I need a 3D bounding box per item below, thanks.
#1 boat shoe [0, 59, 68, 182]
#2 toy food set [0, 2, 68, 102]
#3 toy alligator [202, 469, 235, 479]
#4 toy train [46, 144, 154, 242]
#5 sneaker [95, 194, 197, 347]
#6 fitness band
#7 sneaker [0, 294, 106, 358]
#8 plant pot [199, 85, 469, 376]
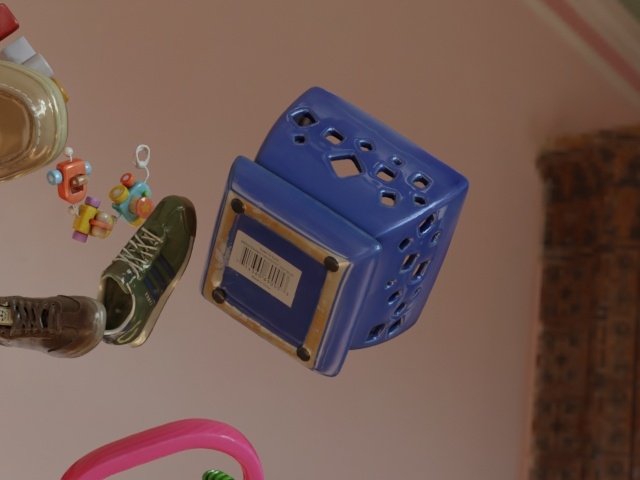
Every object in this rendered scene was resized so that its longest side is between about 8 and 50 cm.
[{"bbox_3d":[-0.398,-0.105,1.427,0.341,0.122,0.110,0,10,23],"label":"boat shoe"},{"bbox_3d":[-0.458,-0.261,2.107,0.104,0.232,0.111,-36,0,-9],"label":"toy food set"},{"bbox_3d":[-0.123,0.368,2.187,0.056,0.051,0.189,-15,23,-36],"label":"toy alligator"},{"bbox_3d":[-0.262,-0.061,1.901,0.046,0.125,0.166,18,23,39],"label":"toy train"},{"bbox_3d":[-0.210,0.036,1.764,0.064,0.192,0.086,28,9,28],"label":"sneaker"},{"bbox_3d":[-0.215,0.350,2.034,0.290,0.054,0.209,-19,-61,-8],"label":"fitness band"},{"bbox_3d":[-0.306,0.089,1.598,0.188,0.066,0.071,-5,-10,41],"label":"sneaker"},{"bbox_3d":[0.000,0.000,1.761,0.236,0.212,0.236,33,-49,18],"label":"plant pot"}]
